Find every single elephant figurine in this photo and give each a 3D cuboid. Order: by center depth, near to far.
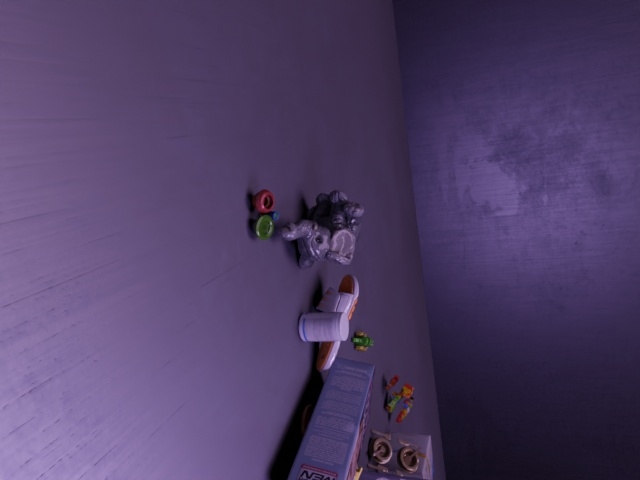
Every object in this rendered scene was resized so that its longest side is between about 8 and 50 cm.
[{"bbox_3d":[0.000,0.000,1.128,0.169,0.186,0.239,-53,-177,47],"label":"elephant figurine"}]

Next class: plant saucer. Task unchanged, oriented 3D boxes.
[{"bbox_3d":[-0.029,0.435,1.109,0.083,0.014,0.083,-5,90,-70],"label":"plant saucer"}]

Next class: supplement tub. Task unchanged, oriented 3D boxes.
[{"bbox_3d":[0.008,0.207,1.119,0.071,0.107,0.070,-4,90,-70],"label":"supplement tub"}]

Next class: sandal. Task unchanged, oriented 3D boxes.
[{"bbox_3d":[0.023,0.202,1.195,0.076,0.102,0.265,25,72,-18],"label":"sandal"}]

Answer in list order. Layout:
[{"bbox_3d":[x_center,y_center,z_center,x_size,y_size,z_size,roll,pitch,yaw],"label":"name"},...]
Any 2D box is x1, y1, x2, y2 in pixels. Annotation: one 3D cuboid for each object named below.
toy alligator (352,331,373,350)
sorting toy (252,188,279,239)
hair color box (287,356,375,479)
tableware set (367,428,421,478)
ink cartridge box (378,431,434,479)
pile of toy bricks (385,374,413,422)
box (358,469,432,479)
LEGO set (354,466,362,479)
[{"bbox_3d":[0.155,0.344,1.568,0.190,0.052,0.056,40,49,-62],"label":"toy alligator"},{"bbox_3d":[-0.119,-0.053,0.942,0.061,0.042,0.101,4,94,-54],"label":"sorting toy"},{"bbox_3d":[0.033,0.468,1.070,0.374,0.114,0.185,-58,153,-57],"label":"hair color box"},{"bbox_3d":[0.260,0.736,1.604,0.039,0.194,0.128,125,-16,-47],"label":"tableware set"},{"bbox_3d":[0.326,0.866,1.751,0.233,0.169,0.171,-31,116,-67],"label":"ink cartridge box"},{"bbox_3d":[0.299,0.643,1.858,0.105,0.118,0.212,-38,144,-33],"label":"pile of toy bricks"},{"bbox_3d":[0.278,0.755,1.325,0.318,0.396,0.097,59,35,-48],"label":"box"},{"bbox_3d":[0.030,0.604,1.167,0.287,0.107,0.132,-70,-176,-57],"label":"LEGO set"}]
